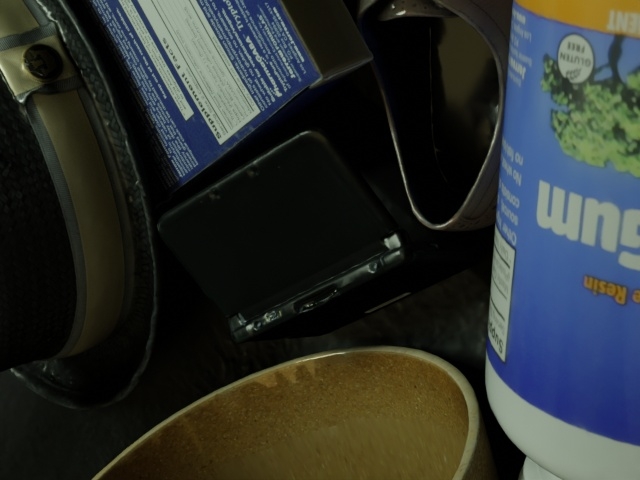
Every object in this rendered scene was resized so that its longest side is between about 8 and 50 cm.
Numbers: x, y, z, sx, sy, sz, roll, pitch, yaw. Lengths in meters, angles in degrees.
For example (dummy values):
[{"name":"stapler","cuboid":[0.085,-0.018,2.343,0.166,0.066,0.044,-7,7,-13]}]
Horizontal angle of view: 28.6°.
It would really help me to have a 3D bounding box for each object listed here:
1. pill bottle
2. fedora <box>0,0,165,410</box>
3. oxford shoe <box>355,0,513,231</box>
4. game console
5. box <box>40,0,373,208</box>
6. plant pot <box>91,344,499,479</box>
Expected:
[{"name":"pill bottle","cuboid":[0.145,0.012,0.502,0.152,0.152,0.272,13,113,29]},{"name":"fedora","cuboid":[-0.238,-0.031,0.702,0.334,0.152,0.334,26,130,36]},{"name":"oxford shoe","cuboid":[0.063,-0.135,0.536,0.097,0.098,0.271,0,106,33]},{"name":"game console","cuboid":[0.000,0.000,0.634,0.122,0.107,0.071,-28,72,37]},{"name":"box","cuboid":[-0.070,-0.102,0.609,0.136,0.036,0.225,61,148,0]},{"name":"plant pot","cuboid":[0.016,0.223,0.640,0.237,0.237,0.254,-11,116,35]}]
